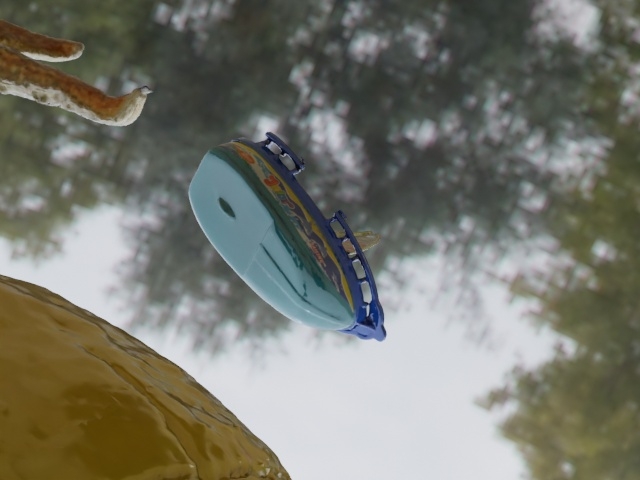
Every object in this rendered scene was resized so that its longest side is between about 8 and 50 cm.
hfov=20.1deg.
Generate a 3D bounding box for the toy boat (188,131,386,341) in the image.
[{"bbox_3d":[0.000,0.000,1.222,0.110,0.091,0.175,-14,-125,-42],"label":"toy boat"}]

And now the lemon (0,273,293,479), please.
[{"bbox_3d":[-0.120,0.151,0.529,0.297,0.297,0.297,21,-161,-7],"label":"lemon"}]

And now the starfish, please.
[{"bbox_3d":[-0.199,-0.112,0.761,0.247,0.050,0.138,24,-174,-22],"label":"starfish"}]
